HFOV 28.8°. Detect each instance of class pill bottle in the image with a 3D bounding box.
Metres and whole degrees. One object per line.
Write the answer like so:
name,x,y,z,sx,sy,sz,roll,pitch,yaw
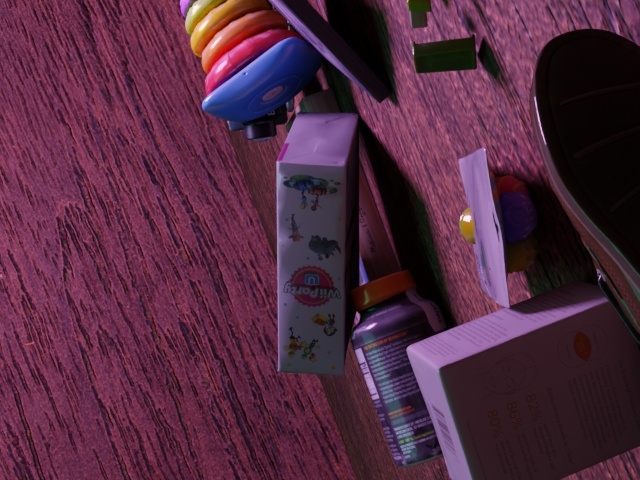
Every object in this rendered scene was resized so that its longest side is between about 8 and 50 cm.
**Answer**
pill bottle,0.120,0.165,1.657,0.130,0.130,0.246,128,122,-80

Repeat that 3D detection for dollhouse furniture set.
dollhouse furniture set,0.111,-0.234,1.175,0.076,0.058,0.152,71,-165,-63

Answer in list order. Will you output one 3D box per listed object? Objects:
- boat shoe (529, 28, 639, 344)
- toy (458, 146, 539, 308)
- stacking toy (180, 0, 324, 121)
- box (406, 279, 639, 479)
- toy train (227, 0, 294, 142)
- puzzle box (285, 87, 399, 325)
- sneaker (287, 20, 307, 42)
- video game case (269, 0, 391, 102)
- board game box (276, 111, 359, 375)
boat shoe,0.212,0.010,0.777,0.104,0.110,0.307,89,160,-62
toy,0.169,-0.017,1.156,0.237,0.056,0.137,-151,51,-88
stacking toy,-0.146,-0.333,1.826,0.302,0.175,0.165,57,-165,11
box,0.179,0.125,1.046,0.091,0.170,0.130,-152,43,-76
toy train,-0.118,-0.325,1.992,0.190,0.142,0.334,-127,28,-80
puzzle box,0.046,-0.021,1.974,0.272,0.052,0.409,144,106,-82
sneaker,-0.032,-0.310,1.884,0.035,0.031,0.083,92,157,-67
video game case,-0.022,-0.284,1.596,0.196,0.026,0.274,43,-175,-29
board game box,0.000,0.000,1.716,0.224,0.097,0.304,-72,-18,-66
